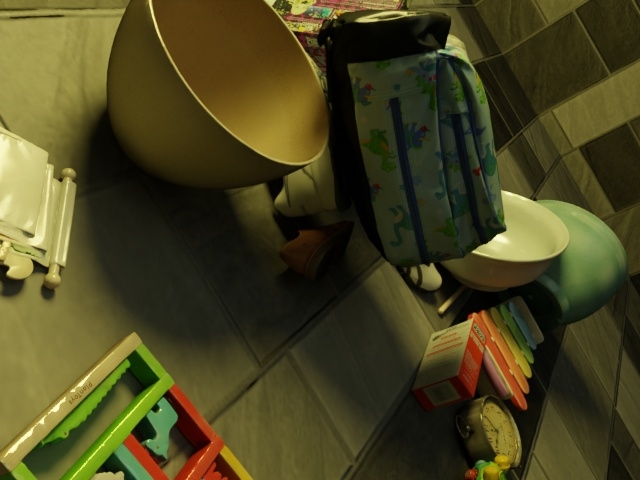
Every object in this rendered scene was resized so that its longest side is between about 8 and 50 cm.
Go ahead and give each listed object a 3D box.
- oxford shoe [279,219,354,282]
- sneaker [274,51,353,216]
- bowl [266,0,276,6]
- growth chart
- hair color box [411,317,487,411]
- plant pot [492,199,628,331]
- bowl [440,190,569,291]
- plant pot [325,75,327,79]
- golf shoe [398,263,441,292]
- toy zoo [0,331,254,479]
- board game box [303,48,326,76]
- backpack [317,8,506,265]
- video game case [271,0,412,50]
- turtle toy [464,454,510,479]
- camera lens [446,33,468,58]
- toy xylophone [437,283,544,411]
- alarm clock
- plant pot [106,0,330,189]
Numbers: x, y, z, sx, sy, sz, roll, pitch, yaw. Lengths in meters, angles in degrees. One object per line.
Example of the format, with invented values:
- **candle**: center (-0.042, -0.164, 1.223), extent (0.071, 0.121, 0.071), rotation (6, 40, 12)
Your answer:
- **oxford shoe**: center (0.000, 0.000, 1.024), extent (0.076, 0.076, 0.212), rotation (23, 17, 14)
- **sneaker**: center (-0.035, -0.172, 1.035), extent (0.111, 0.129, 0.297), rotation (43, 35, -59)
- **bowl**: center (-0.126, -0.569, 1.174), extent (0.156, 0.289, 0.289), rotation (18, 31, 14)
- **growth chart**: center (-0.340, -0.061, 0.636), extent (0.237, 0.021, 0.171), rotation (35, 41, -35)
- **hair color box**: center (0.225, 0.212, 1.142), extent (0.053, 0.093, 0.167), rotation (54, 33, -12)
- **plant pot**: center (0.514, 0.083, 1.509), extent (0.196, 0.293, 0.293), rotation (-44, 104, -30)
- **bowl**: center (0.349, 0.013, 1.375), extent (0.298, 0.298, 0.134), rotation (-54, 155, -55)
- **plant pot**: center (0.095, -0.225, 1.168), extent (0.165, 0.234, 0.165), rotation (39, 37, -31)
- **golf shoe**: center (0.183, 0.018, 1.236), extent (0.198, 0.094, 0.077), rotation (47, 33, -23)
- **toy zoo**: center (-0.152, 0.257, 0.640), extent (0.293, 0.030, 0.192), rotation (54, 33, -11)
- **board game box**: center (-0.007, -0.372, 1.318), extent (0.193, 0.045, 0.146), rotation (-20, 82, -57)
- **backpack**: center (0.131, -0.135, 0.933), extent (0.290, 0.274, 0.355), rotation (-89, 180, -73)
- **video game case**: center (0.036, -0.419, 1.185), extent (0.041, 0.232, 0.210), rotation (77, 33, -52)
- **turtle toy**: center (0.260, 0.402, 1.065), extent (0.130, 0.066, 0.095), rotation (-7, 95, -54)
- **camera lens**: center (0.218, -0.270, 1.369), extent (0.219, 0.219, 0.274), rotation (-4, 78, -55)
- **toy xylophone**: center (0.348, 0.192, 1.340), extent (0.236, 0.081, 0.323), rotation (57, 32, -5)
- **alarm clock**: center (0.284, 0.336, 1.155), extent (0.192, 0.064, 0.129), rotation (29, 44, -43)
- **plant pot**: center (-0.153, -0.175, 0.826), extent (0.284, 0.191, 0.284), rotation (35, 40, -36)
